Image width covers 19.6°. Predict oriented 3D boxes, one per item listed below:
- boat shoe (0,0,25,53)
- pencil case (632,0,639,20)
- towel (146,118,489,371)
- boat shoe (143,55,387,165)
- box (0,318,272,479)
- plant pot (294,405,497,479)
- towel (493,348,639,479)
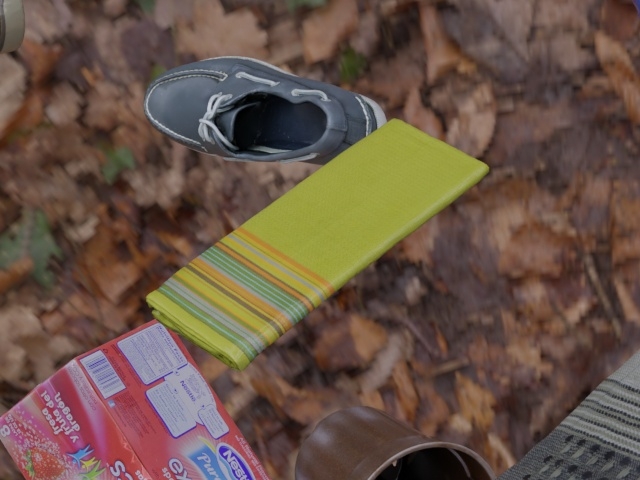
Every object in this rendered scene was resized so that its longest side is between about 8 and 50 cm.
[{"bbox_3d":[-0.392,-0.272,1.721,0.103,0.113,0.302,-19,48,-32],"label":"boat shoe"},{"bbox_3d":[0.359,-0.290,1.894,0.133,0.119,0.306,-35,51,23],"label":"pencil case"},{"bbox_3d":[0.000,0.000,1.270,0.237,0.021,0.102,-37,46,-23],"label":"towel"},{"bbox_3d":[-0.082,-0.142,2.027,0.319,0.099,0.116,13,96,34],"label":"boat shoe"},{"bbox_3d":[-0.154,0.246,1.785,0.142,0.154,0.300,-37,84,34],"label":"box"},{"bbox_3d":[0.064,0.245,1.782,0.167,0.167,0.165,-45,28,-7],"label":"plant pot"},{"bbox_3d":[0.157,0.174,0.924,0.312,0.324,0.056,-39,108,-13],"label":"towel"}]
